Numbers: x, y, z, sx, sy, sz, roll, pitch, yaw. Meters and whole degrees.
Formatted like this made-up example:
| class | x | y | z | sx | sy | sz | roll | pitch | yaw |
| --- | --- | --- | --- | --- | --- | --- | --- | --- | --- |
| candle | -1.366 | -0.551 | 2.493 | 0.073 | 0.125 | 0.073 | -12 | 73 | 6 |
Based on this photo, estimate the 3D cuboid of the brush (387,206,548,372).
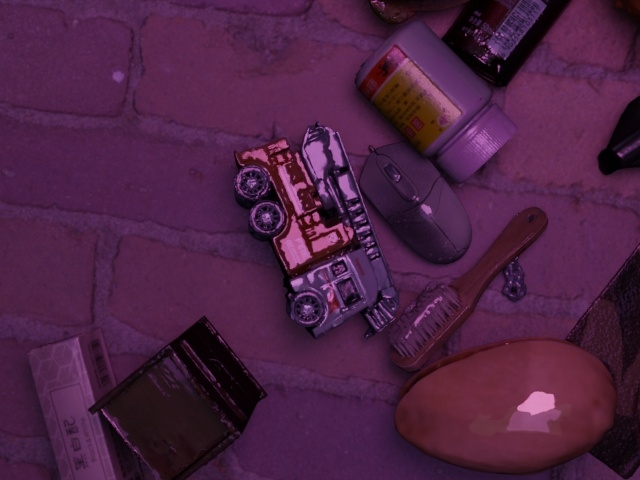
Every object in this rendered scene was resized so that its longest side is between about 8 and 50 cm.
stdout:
| class | x | y | z | sx | sy | sz | roll | pitch | yaw |
| --- | --- | --- | --- | --- | --- | --- | --- | --- | --- |
| brush | 0.218 | 0.061 | 1.097 | 0.327 | 0.070 | 0.065 | -44 | 125 | -5 |

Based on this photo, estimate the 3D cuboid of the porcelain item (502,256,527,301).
| class | x | y | z | sx | sy | sz | roll | pitch | yaw |
| --- | --- | --- | --- | --- | --- | --- | --- | --- | --- |
| porcelain item | 0.304 | 0.055 | 1.137 | 0.036 | 0.028 | 0.083 | -2 | 94 | 21 |

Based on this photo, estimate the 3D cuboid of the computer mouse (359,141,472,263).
| class | x | y | z | sx | sy | sz | roll | pitch | yaw |
| --- | --- | --- | --- | --- | --- | --- | --- | --- | --- |
| computer mouse | 0.149 | -0.061 | 1.121 | 0.113 | 0.068 | 0.229 | -40 | 90 | 4 |

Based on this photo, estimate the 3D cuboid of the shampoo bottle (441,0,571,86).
| class | x | y | z | sx | sy | sz | roll | pitch | yaw |
| --- | --- | --- | --- | --- | --- | --- | --- | --- | --- |
| shampoo bottle | 0.326 | -0.394 | 1.084 | 0.129 | 0.084 | 0.323 | 37 | 94 | 12 |

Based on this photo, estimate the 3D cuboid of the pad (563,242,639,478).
| class | x | y | z | sx | sy | sz | roll | pitch | yaw |
| --- | --- | --- | --- | --- | --- | --- | --- | --- | --- |
| pad | 0.498 | 0.188 | 1.140 | 0.220 | 0.004 | 0.330 | 36 | 95 | 2 |

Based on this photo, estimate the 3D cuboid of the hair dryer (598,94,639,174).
| class | x | y | z | sx | sy | sz | roll | pitch | yaw |
| --- | --- | --- | --- | --- | --- | --- | --- | --- | --- |
| hair dryer | 0.579 | -0.108 | 1.077 | 0.244 | 0.116 | 0.302 | -36 | 97 | 8 |

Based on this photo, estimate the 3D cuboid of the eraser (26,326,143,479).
| class | x | y | z | sx | sy | sz | roll | pitch | yaw |
| --- | --- | --- | --- | --- | --- | --- | --- | --- | --- |
| eraser | -0.359 | 0.350 | 1.167 | 0.096 | 0.098 | 0.404 | -14 | 91 | 6 |

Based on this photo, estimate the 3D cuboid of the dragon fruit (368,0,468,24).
| class | x | y | z | sx | sy | sz | roll | pitch | yaw |
| --- | --- | --- | --- | --- | --- | --- | --- | --- | --- |
| dragon fruit | 0.151 | -0.429 | 0.986 | 0.295 | 0.268 | 0.130 | 10 | 55 | -6 |

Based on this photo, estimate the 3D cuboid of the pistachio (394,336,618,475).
| class | x | y | z | sx | sy | sz | roll | pitch | yaw |
| --- | --- | --- | --- | --- | --- | --- | --- | --- | --- |
| pistachio | 0.266 | 0.243 | 1.061 | 0.317 | 0.193 | 0.214 | -6 | 107 | 8 |

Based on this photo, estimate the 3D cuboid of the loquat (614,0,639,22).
| class | x | y | z | sx | sy | sz | roll | pitch | yaw |
| --- | --- | --- | --- | --- | --- | --- | --- | --- | --- |
| loquat | 0.534 | -0.422 | 0.946 | 0.328 | 0.328 | 0.329 | 0 | 93 | 4 |

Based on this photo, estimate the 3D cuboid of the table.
| class | x | y | z | sx | sy | sz | roll | pitch | yaw |
| --- | --- | --- | --- | --- | --- | --- | --- | --- | --- |
| table | -0.205 | 0.243 | 1.101 | 0.172 | 0.193 | 0.169 | -39 | 89 | 5 |

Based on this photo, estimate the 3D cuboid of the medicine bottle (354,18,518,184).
| class | x | y | z | sx | sy | sz | roll | pitch | yaw |
| --- | --- | --- | --- | --- | --- | --- | --- | --- | --- |
| medicine bottle | 0.171 | -0.205 | 1.076 | 0.139 | 0.139 | 0.225 | -45 | 89 | 5 |

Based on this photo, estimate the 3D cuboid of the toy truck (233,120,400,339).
| class | x | y | z | sx | sy | sz | roll | pitch | yaw |
| --- | --- | --- | --- | --- | --- | --- | --- | --- | --- |
| toy truck | 0.000 | 0.000 | 1.107 | 0.184 | 0.133 | 0.339 | -24 | 89 | -6 |
